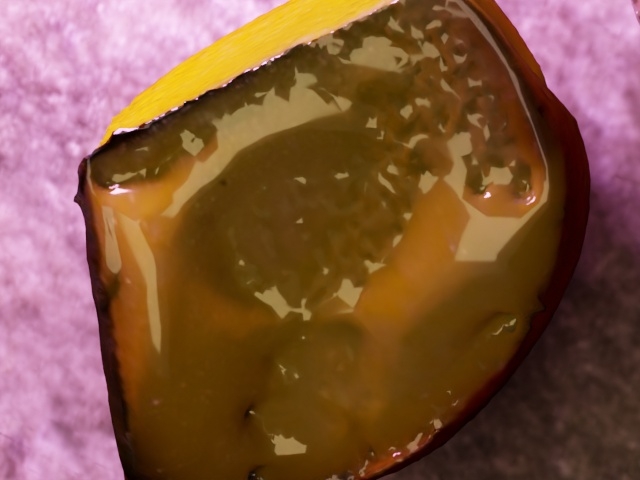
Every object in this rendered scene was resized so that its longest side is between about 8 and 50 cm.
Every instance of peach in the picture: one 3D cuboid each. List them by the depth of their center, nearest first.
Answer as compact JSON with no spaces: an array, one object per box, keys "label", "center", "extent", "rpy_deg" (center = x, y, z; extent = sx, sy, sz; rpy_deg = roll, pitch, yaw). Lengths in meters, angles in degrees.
[{"label":"peach","center":[0.000,0.000,1.279],"extent":[0.380,0.242,0.306],"rpy_deg":[-32,96,11]}]

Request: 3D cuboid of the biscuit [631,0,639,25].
[{"label":"biscuit","center":[0.251,-0.112,1.222],"extent":[0.054,0.094,0.378],"rpy_deg":[-20,81,27]}]
